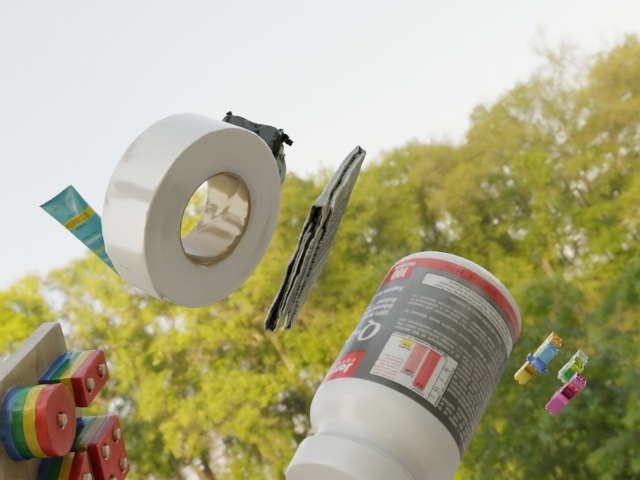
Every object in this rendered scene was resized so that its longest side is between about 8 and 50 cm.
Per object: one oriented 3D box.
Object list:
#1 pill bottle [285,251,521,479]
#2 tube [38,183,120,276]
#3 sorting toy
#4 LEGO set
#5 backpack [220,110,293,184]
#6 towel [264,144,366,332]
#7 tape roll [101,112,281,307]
[{"bbox_3d":[0.113,0.205,1.335,0.363,0.210,0.210,-56,5,-37],"label":"pill bottle"},{"bbox_3d":[-0.404,-0.013,1.796,0.080,0.207,0.052,-32,30,17],"label":"tube"},{"bbox_3d":[-0.337,0.268,1.299,0.089,0.257,0.255,-6,17,9],"label":"sorting toy"},{"bbox_3d":[0.362,0.212,1.601,0.093,0.087,0.227,-49,-10,14],"label":"LEGO set"},{"bbox_3d":[-0.136,-0.153,1.987,0.115,0.152,0.182,-55,-22,-26],"label":"backpack"},{"bbox_3d":[0.000,0.000,1.953,0.312,0.056,0.324,-67,-5,31],"label":"towel"},{"bbox_3d":[-0.190,-0.044,1.512,0.286,0.100,0.286,-29,-50,-42],"label":"tape roll"}]
